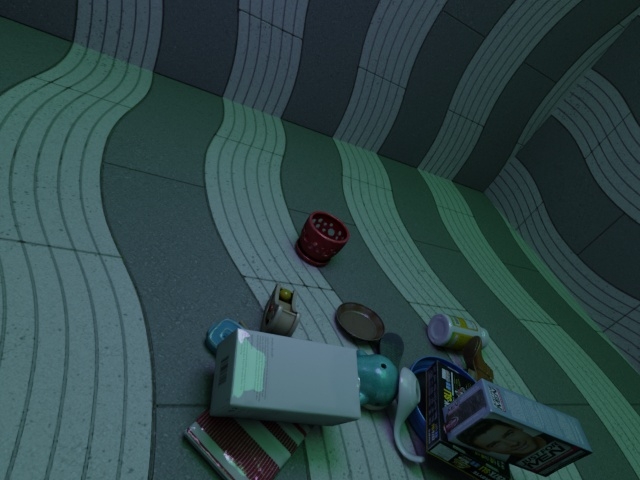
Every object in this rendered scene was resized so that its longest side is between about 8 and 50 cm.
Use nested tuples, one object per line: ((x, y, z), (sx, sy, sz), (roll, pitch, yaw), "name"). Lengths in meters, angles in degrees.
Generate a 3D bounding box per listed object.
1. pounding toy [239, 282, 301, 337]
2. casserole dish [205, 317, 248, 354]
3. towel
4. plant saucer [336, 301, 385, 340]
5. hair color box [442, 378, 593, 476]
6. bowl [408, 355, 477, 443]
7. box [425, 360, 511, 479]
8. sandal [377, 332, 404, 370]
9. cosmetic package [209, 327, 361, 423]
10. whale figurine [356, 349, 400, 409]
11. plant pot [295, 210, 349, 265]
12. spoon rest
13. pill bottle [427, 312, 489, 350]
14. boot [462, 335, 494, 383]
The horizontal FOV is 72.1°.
((-0.158, 0.234, 1.405), (0.155, 0.154, 0.269), (25, 32, -14), "pounding toy")
((-0.250, 0.299, 1.287), (0.189, 0.037, 0.114), (32, 57, 16), "casserole dish")
((-0.167, 0.488, 1.164), (0.237, 0.037, 0.329), (41, 33, 12), "towel")
((0.147, 0.313, 1.664), (0.199, 0.036, 0.198), (18, 29, -10), "plant saucer")
((0.574, 0.559, 1.299), (0.375, 0.185, 0.113), (25, 34, -14), "hair color box")
((0.455, 0.591, 1.541), (0.392, 0.077, 0.391), (23, 33, -16), "bowl")
((0.465, 0.580, 1.421), (0.257, 0.079, 0.322), (29, 32, -5), "box")
((0.243, 0.439, 1.594), (0.097, 0.054, 0.254), (23, 42, -3), "sandal")
((-0.085, 0.373, 1.171), (0.366, 0.155, 0.196), (19, 53, -26), "cosmetic package")
((0.128, 0.425, 1.411), (0.272, 0.141, 0.216), (22, 36, -5), "whale figurine")
((0.000, 0.000, 1.846), (0.191, 0.174, 0.191), (24, 32, -16), "plant pot")
((0.269, 0.537, 1.370), (0.137, 0.084, 0.276), (43, 41, -58), "spoon rest")
((0.591, 0.397, 1.871), (0.246, 0.136, 0.136), (17, 35, -25), "pill bottle")
((0.649, 0.500, 1.786), (0.153, 0.073, 0.196), (28, 75, -22), "boot")
